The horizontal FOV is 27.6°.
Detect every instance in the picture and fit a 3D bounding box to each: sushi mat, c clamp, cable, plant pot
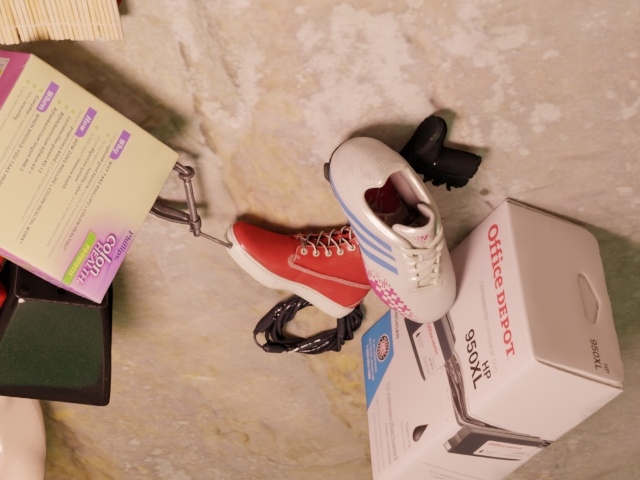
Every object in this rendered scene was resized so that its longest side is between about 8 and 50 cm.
[{"bbox_3d":[-0.313,-0.336,1.406,0.151,0.019,0.316,-4,138,2],"label":"sushi mat"},{"bbox_3d":[-0.190,-0.061,1.754,0.137,0.022,0.160,15,145,21],"label":"c clamp"},{"bbox_3d":[-0.008,0.130,2.023,0.151,0.047,0.184,20,135,-28],"label":"cable"},{"bbox_3d":[-0.381,0.106,1.864,0.188,0.188,0.167,8,129,-14],"label":"plant pot"}]

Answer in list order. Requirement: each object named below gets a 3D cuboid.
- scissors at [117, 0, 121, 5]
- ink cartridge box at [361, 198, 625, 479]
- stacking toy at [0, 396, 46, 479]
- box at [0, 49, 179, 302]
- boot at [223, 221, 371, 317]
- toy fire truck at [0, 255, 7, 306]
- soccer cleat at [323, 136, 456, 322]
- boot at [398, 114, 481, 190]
[{"bbox_3d":[-0.214,-0.328,1.449,0.297,0.021,0.109,-31,132,29],"label":"scissors"},{"bbox_3d":[0.236,0.174,1.907,0.166,0.285,0.395,18,136,-25],"label":"ink cartridge box"},{"bbox_3d":[-0.714,0.340,2.078,0.480,0.350,0.350,-3,145,25],"label":"stacking toy"},{"bbox_3d":[-0.333,-0.077,1.581,0.243,0.213,0.117,34,167,-38],"label":"box"},{"bbox_3d":[0.000,0.000,1.839,0.244,0.088,0.176,26,125,-32],"label":"boot"},{"bbox_3d":[-0.490,0.016,1.708,0.217,0.158,0.246,16,114,-42],"label":"toy fire truck"},{"bbox_3d":[0.115,0.006,1.742,0.116,0.143,0.331,-43,126,-15],"label":"soccer cleat"},{"bbox_3d":[0.167,-0.115,1.729,0.099,0.045,0.121,15,145,-19],"label":"boot"}]
